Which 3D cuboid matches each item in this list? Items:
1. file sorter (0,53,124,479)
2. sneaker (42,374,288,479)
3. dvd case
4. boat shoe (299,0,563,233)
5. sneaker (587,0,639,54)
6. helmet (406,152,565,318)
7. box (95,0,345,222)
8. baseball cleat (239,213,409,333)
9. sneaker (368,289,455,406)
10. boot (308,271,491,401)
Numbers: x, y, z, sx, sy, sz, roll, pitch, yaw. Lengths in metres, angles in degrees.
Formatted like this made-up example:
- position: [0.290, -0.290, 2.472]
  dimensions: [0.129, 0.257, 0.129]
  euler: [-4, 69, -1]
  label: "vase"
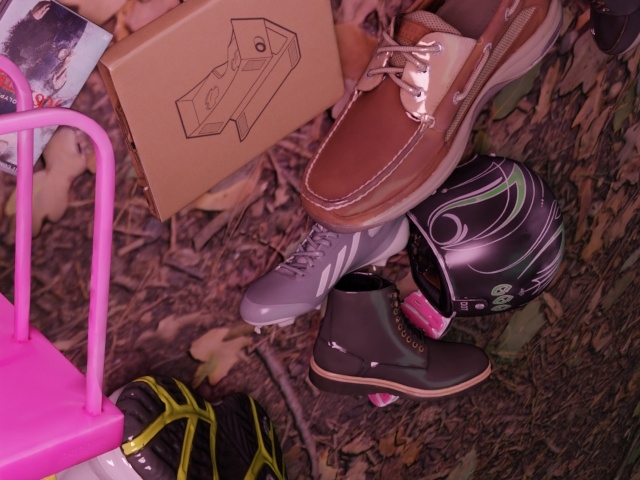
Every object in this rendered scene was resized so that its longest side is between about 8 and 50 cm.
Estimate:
- position: [-0.249, -0.021, 0.490]
  dimensions: [0.202, 0.290, 0.182]
  euler: [-18, 130, -40]
  label: "file sorter"
- position: [-0.135, 0.222, 1.013]
  dimensions: [0.147, 0.145, 0.385]
  euler: [-24, 150, 12]
  label: "sneaker"
- position: [-0.199, -0.105, 0.716]
  dimensions: [0.119, 0.013, 0.087]
  euler: [-56, 146, 6]
  label: "dvd case"
- position: [0.087, -0.148, 0.936]
  dimensions: [0.324, 0.123, 0.116]
  euler: [-51, 143, -19]
  label: "boat shoe"
- position: [0.277, -0.266, 1.097]
  dimensions: [0.118, 0.083, 0.222]
  euler: [-22, 146, -10]
  label: "sneaker"
- position: [0.177, -0.007, 1.133]
  dimensions: [0.161, 0.169, 0.169]
  euler: [-24, 139, -11]
  label: "helmet"
- position: [-0.069, -0.127, 0.843]
  dimensions: [0.201, 0.021, 0.164]
  euler: [-37, 143, -21]
  label: "box"
- position: [0.000, 0.000, 1.013]
  dimensions: [0.206, 0.072, 0.110]
  euler: [-31, 127, -36]
  label: "baseball cleat"
- position: [0.116, 0.118, 1.248]
  dimensions: [0.074, 0.063, 0.170]
  euler: [-1, 126, -49]
  label: "sneaker"
- position: [0.093, 0.095, 1.130]
  dimensions: [0.197, 0.077, 0.137]
  euler: [-1, 122, -14]
  label: "boot"
